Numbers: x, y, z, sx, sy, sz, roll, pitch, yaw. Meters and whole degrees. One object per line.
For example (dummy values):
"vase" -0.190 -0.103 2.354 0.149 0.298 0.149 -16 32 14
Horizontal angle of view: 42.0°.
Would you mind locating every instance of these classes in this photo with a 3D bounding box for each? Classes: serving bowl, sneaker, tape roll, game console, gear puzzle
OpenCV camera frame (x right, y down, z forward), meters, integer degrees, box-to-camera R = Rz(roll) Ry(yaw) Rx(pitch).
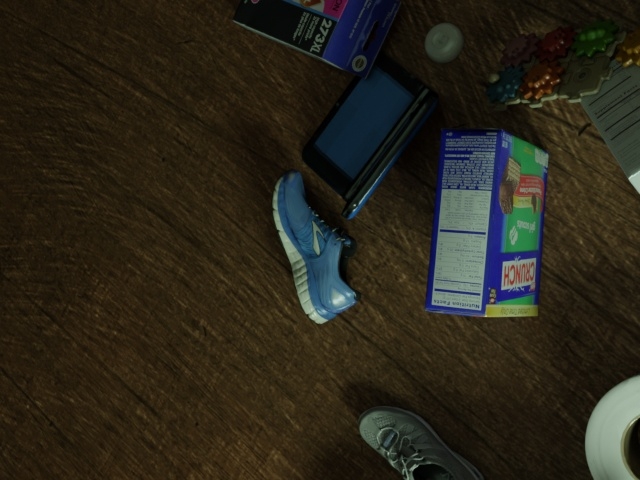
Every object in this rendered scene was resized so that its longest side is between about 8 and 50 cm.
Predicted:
"serving bowl" 0.247 -0.402 1.686 0.083 0.027 0.083 -3 84 28
"sneaker" 0.000 0.000 1.753 0.147 0.130 0.329 -22 79 11
"tape roll" 0.575 0.334 1.373 0.246 0.169 0.246 -2 85 29
"sneaker" 0.185 0.412 1.608 0.281 0.115 0.105 28 100 27
"game console" 0.086 -0.220 1.685 0.173 0.250 0.293 36 105 -1
"gear puzzle" 0.438 -0.321 1.467 0.339 0.044 0.175 2 60 50

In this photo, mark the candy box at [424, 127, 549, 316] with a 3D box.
"candy box" 0.305 -0.023 1.490 0.122 0.268 0.317 5 90 32

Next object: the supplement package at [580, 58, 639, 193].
"supplement package" 0.548 -0.186 1.391 0.134 0.139 0.244 -35 43 22

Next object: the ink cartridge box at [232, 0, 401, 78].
"ink cartridge box" -0.017 -0.494 1.800 0.371 0.069 0.175 30 99 30
